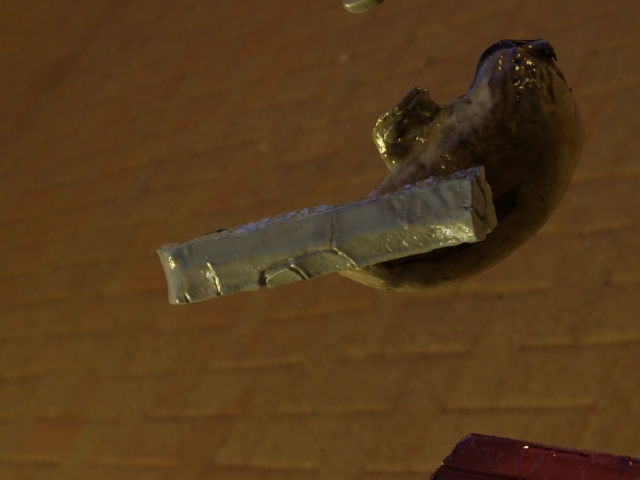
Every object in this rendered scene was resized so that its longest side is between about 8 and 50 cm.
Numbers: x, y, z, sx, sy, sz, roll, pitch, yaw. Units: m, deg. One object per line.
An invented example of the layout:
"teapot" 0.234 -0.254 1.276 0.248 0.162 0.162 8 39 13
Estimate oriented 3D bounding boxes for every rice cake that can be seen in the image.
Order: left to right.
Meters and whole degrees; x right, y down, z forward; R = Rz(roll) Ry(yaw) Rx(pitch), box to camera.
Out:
"rice cake" 0.000 0.000 1.545 0.336 0.066 0.063 -14 4 26

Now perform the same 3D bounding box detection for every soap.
"soap" 0.208 0.281 1.661 0.099 0.250 0.162 73 -153 -75

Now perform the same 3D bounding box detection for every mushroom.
"mushroom" 0.145 -0.061 1.832 0.344 0.247 0.130 -36 45 9

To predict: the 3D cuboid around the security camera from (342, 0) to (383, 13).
"security camera" 0.043 -0.276 1.708 0.058 0.058 0.092 -31 52 38
